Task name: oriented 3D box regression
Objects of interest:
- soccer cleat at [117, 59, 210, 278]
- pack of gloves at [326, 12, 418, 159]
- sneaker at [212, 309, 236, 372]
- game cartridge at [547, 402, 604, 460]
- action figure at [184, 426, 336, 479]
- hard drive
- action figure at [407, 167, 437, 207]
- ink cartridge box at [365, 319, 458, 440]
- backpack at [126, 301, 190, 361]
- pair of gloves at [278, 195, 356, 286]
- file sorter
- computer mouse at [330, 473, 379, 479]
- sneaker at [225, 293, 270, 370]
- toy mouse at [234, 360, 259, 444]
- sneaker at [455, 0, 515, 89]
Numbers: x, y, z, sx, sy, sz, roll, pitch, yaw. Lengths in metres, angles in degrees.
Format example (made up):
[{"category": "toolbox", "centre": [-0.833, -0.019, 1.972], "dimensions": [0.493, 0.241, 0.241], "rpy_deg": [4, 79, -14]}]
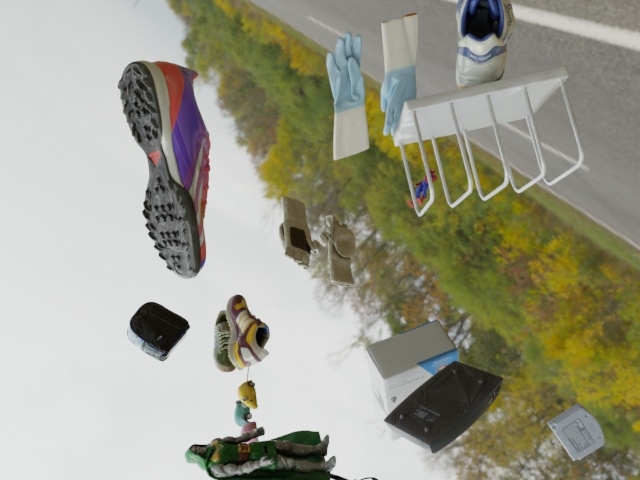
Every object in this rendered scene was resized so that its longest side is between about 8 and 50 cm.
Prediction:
[{"category": "soccer cleat", "centre": [-0.202, -0.104, 0.880], "dimensions": [0.116, 0.109, 0.318], "rpy_deg": [-19, -79, -48]}, {"category": "pack of gloves", "centre": [0.091, -0.286, 1.104], "dimensions": [0.046, 0.195, 0.232], "rpy_deg": [42, 146, 46]}, {"category": "sneaker", "centre": [-0.253, 0.256, 1.570], "dimensions": [0.064, 0.086, 0.192], "rpy_deg": [-3, -154, -10]}, {"category": "game cartridge", "centre": [0.340, 0.252, 0.788], "dimensions": [0.083, 0.056, 0.017], "rpy_deg": [52, -170, -25]}, {"category": "action figure", "centre": [-0.095, 0.339, 0.935], "dimensions": [0.232, 0.063, 0.137], "rpy_deg": [5, -159, -17]}, {"category": "hard drive", "centre": [0.291, 0.386, 1.393], "dimensions": [0.172, 0.255, 0.054], "rpy_deg": [10, 126, 55]}, {"category": "action figure", "centre": [0.218, -0.116, 1.256], "dimensions": [0.030, 0.038, 0.115], "rpy_deg": [53, -132, -19]}, {"category": "ink cartridge box", "centre": [0.265, 0.402, 1.694], "dimensions": [0.129, 0.223, 0.307], "rpy_deg": [-120, 14, -48]}, {"category": "backpack", "centre": [-0.361, 0.200, 1.307], "dimensions": [0.114, 0.084, 0.105], "rpy_deg": [34, -132, 1]}, {"category": "pair of gloves", "centre": [0.000, 0.000, 1.539], "dimensions": [0.240, 0.042, 0.204], "rpy_deg": [24, -130, -30]}, {"category": "file sorter", "centre": [0.295, -0.166, 1.072], "dimensions": [0.193, 0.278, 0.173], "rpy_deg": [85, 172, -82]}, {"category": "computer mouse", "centre": [0.096, 0.608, 1.335], "dimensions": [0.189, 0.072, 0.272], "rpy_deg": [11, 178, -4]}, {"category": "sneaker", "centre": [-0.144, 0.179, 1.235], "dimensions": [0.069, 0.084, 0.185], "rpy_deg": [54, -163, -44]}, {"category": "toy mouse", "centre": [-0.136, 0.327, 1.083], "dimensions": [0.031, 0.143, 0.161], "rpy_deg": [-1, -149, -17]}, {"category": "sneaker", "centre": [0.305, -0.413, 1.090], "dimensions": [0.131, 0.112, 0.296], "rpy_deg": [74, -160, -56]}]
